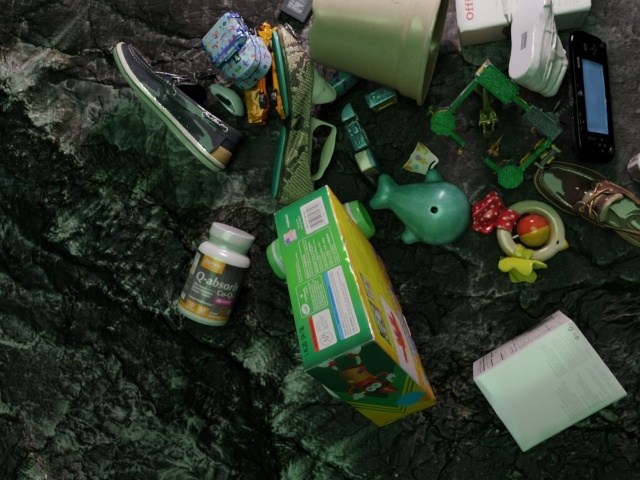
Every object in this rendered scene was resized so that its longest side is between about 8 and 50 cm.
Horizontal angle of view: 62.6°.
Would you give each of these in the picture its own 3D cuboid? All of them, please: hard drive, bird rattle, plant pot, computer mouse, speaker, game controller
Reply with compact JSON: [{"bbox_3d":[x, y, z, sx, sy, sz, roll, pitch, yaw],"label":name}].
[{"bbox_3d":[-0.050,-0.725,1.566,0.094,0.022,0.135,35,99,14],"label":"hard drive"},{"bbox_3d":[0.515,-0.020,1.361,0.207,0.143,0.253,-21,70,4],"label":"bird rattle"},{"bbox_3d":[0.145,-0.538,1.329,0.306,0.334,0.333,15,93,11],"label":"plant pot"},{"bbox_3d":[-0.294,-0.456,1.604,0.193,0.106,0.042,45,118,5],"label":"computer mouse"},{"bbox_3d":[0.000,0.000,1.487,0.297,0.131,0.131,-27,82,14],"label":"speaker"},{"bbox_3d":[0.657,-0.346,1.284,0.067,0.167,0.318,-6,87,45],"label":"game controller"}]

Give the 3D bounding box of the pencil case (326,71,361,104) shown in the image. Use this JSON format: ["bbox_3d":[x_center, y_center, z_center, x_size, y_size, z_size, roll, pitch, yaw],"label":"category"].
[{"bbox_3d":[0.065,-0.459,1.506,0.152,0.064,0.070,-37,51,12],"label":"pencil case"}]

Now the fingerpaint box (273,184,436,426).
[{"bbox_3d":[0.074,0.156,1.241,0.163,0.371,0.444,-28,47,13],"label":"fingerpaint box"}]

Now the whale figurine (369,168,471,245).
[{"bbox_3d":[0.262,-0.093,1.402,0.272,0.141,0.216,24,96,16],"label":"whale figurine"}]

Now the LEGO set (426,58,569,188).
[{"bbox_3d":[0.452,-0.308,1.355,0.332,0.192,0.254,31,117,1],"label":"LEGO set"}]

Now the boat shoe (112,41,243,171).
[{"bbox_3d":[-0.428,-0.429,1.598,0.156,0.187,0.500,-44,83,6],"label":"boat shoe"}]

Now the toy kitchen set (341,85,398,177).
[{"bbox_3d":[0.159,-0.306,1.446,0.166,0.122,0.207,-25,83,15],"label":"toy kitchen set"}]

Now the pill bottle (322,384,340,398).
[{"bbox_3d":[0.111,0.323,1.446,0.229,0.131,0.131,-35,80,14],"label":"pill bottle"}]

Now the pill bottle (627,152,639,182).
[{"bbox_3d":[0.788,-0.182,1.248,0.078,0.137,0.078,0,89,17],"label":"pill bottle"}]

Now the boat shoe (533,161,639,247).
[{"bbox_3d":[0.690,-0.093,1.283,0.342,0.123,0.123,36,99,14],"label":"boat shoe"}]

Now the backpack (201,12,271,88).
[{"bbox_3d":[-0.230,-0.524,1.484,0.158,0.117,0.173,-35,78,23],"label":"backpack"}]

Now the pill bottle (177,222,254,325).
[{"bbox_3d":[-0.303,0.098,1.558,0.162,0.162,0.278,23,96,16],"label":"pill bottle"}]

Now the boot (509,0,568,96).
[{"bbox_3d":[0.523,-0.466,1.245,0.124,0.095,0.258,20,78,-27],"label":"boot"}]

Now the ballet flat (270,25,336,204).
[{"bbox_3d":[-0.045,-0.329,1.450,0.182,0.164,0.481,-3,115,-10],"label":"ballet flat"}]

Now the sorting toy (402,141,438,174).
[{"bbox_3d":[0.283,-0.220,1.456,0.075,0.045,0.083,29,98,-4],"label":"sorting toy"}]

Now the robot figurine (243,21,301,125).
[{"bbox_3d":[-0.150,-0.494,1.560,0.211,0.085,0.290,-3,89,16],"label":"robot figurine"}]

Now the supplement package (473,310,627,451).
[{"bbox_3d":[0.540,0.332,1.283,0.263,0.198,0.199,-36,80,13],"label":"supplement package"}]

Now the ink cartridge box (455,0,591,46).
[{"bbox_3d":[0.502,-0.646,1.344,0.308,0.129,0.222,-4,90,16],"label":"ink cartridge box"}]
